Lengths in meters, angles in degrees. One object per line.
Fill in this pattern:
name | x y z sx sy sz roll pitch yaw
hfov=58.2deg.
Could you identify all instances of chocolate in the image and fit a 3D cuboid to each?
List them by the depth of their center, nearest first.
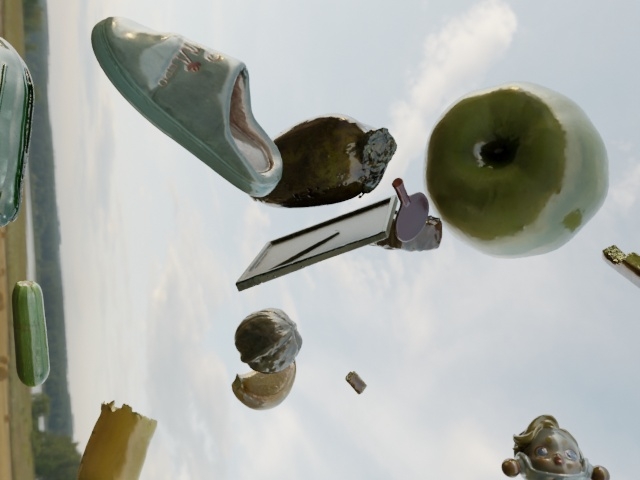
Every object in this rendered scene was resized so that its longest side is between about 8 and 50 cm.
chocolate | 0.183 -0.025 1.417 0.214 0.148 0.093 14 -79 61

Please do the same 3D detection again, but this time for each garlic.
garlic | -0.180 0.487 1.973 0.145 0.245 0.164 7 -62 58

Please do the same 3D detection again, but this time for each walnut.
walnut | -0.174 0.329 1.868 0.224 0.224 0.224 15 -73 62

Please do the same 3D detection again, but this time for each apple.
apple | 0.493 -0.167 1.472 0.474 0.474 0.473 15 -73 62

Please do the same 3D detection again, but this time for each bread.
bread | -0.383 0.390 1.060 0.134 0.085 0.173 -7 -121 38
bread | 0.781 0.083 1.390 0.226 0.049 0.088 51 0 42
bread | 0.121 0.486 1.967 0.083 0.047 0.036 52 -23 -23

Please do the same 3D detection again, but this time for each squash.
squash | -0.596 0.194 1.181 0.066 0.066 0.228 29 -61 59

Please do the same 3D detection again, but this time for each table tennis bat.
table tennis bat | 0.165 -0.060 1.076 0.019 0.098 0.154 28 -20 41

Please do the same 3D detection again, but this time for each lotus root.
lotus root | -0.010 -0.159 1.196 0.398 0.196 0.179 -7 -89 48

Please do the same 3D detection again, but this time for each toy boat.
toy boat | -0.293 -0.099 0.467 0.052 0.104 0.210 -48 -136 50

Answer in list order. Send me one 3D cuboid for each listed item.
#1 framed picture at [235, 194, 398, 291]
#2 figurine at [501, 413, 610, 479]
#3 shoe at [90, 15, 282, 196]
framed picture | 0.000 0.000 1.229 0.022 0.335 0.247 65 19 -15
figurine | 0.473 0.494 1.137 0.133 0.194 0.274 81 -9 -53
shoe | -0.123 -0.156 0.616 0.100 0.251 0.103 -38 -159 25
